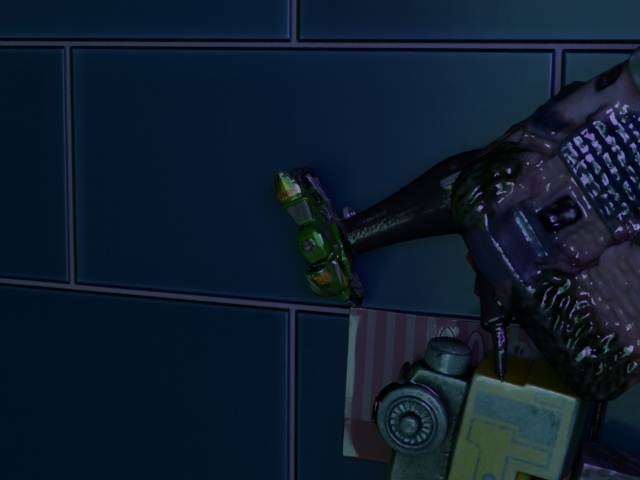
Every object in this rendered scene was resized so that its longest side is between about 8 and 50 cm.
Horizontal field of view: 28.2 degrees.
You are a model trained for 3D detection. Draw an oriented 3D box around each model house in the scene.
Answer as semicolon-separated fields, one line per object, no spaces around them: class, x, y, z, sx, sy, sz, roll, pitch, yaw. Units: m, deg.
model house;0.336;-0.032;1.297;0.284;0.243;0.298;-33;93;47

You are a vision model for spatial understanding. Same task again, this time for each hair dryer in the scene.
hair dryer;0.153;0.036;1.455;0.235;0.091;0.272;-22;62;16

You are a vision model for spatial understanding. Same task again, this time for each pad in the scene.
pad;0.170;0.195;1.568;0.299;0.005;0.202;7;100;22

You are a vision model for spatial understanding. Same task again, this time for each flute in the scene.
flute;0.315;0.305;1.520;0.014;0.014;0.270;11;102;21

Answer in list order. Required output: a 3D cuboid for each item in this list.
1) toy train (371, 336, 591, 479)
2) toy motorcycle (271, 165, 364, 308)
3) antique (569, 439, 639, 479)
toy train;0.166;0.303;1.511;0.237;0.150;0.369;15;105;13
toy motorcycle;0.000;0.000;1.556;0.074;0.106;0.190;-23;90;23
antique;0.320;0.337;1.472;0.088;0.086;0.183;15;102;7
